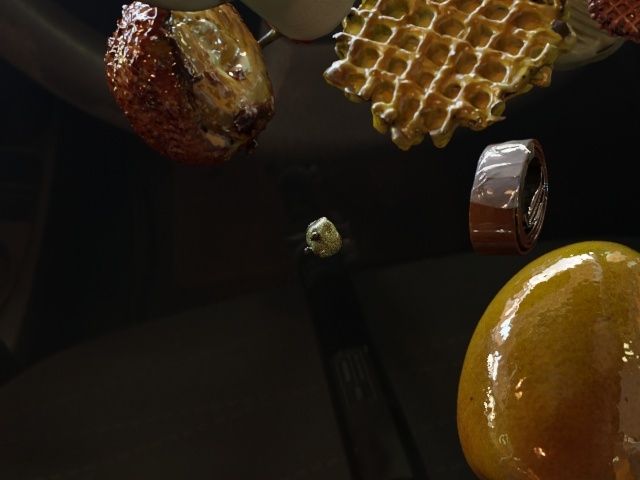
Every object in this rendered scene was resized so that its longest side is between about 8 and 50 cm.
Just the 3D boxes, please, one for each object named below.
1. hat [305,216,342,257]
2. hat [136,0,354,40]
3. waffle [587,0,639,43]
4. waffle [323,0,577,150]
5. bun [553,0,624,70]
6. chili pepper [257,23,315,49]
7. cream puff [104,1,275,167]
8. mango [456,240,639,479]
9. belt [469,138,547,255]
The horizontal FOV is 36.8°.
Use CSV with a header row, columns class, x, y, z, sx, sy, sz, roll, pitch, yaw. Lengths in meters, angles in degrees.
class,x,y,z,sx,sy,sz,roll,pitch,yaw
hat,0.000,-0.001,1.920,0.059,0.077,0.076,-33,90,-30
hat,-0.101,-0.274,0.961,0.257,0.301,0.168,-3,65,40
waffle,0.281,-0.221,0.870,0.075,0.029,0.083,12,80,7
waffle,0.169,-0.255,1.210,0.329,0.062,0.329,-8,62,14
bun,0.386,-0.387,1.514,0.239,0.239,0.141,12,16,11
chili pepper,-0.034,-0.438,1.793,0.134,0.338,0.131,38,45,-2
cream puff,-0.237,-0.279,1.696,0.228,0.350,0.351,-30,48,29
mango,0.306,0.164,1.150,0.263,0.221,0.378,20,65,9
belt,0.350,-0.083,1.768,0.105,0.184,0.261,-1,33,29
